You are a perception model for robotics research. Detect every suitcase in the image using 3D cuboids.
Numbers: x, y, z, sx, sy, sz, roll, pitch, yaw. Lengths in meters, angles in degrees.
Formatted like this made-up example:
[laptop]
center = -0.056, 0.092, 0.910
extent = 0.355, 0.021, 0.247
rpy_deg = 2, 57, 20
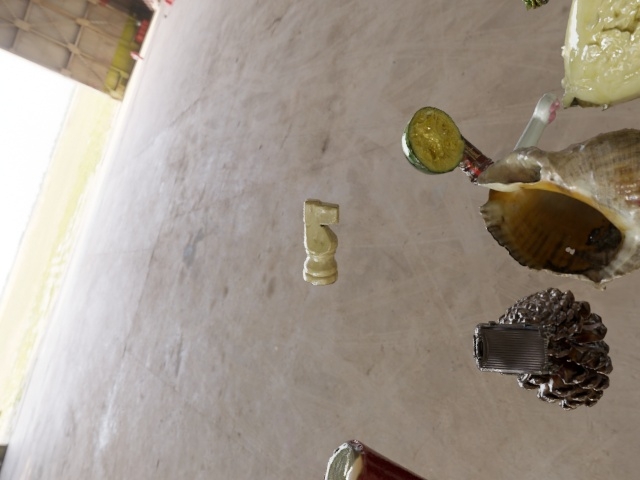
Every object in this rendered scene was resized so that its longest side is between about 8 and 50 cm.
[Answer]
[suitcase]
center = 0.320, 0.179, 0.772
extent = 0.126, 0.059, 0.086
rpy_deg = -1, 83, 18

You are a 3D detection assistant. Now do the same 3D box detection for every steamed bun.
[steamed bun]
center = 0.389, -0.282, 0.514
extent = 0.166, 0.232, 0.273
rpy_deg = 22, 131, 31

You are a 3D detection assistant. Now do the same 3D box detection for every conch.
[conch]
center = 0.305, -0.042, 0.551
extent = 0.245, 0.163, 0.179
rpy_deg = 13, 72, 32

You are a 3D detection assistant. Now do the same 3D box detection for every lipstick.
[lipstick]
center = 0.115, 0.316, 0.542
extent = 0.080, 0.241, 0.080
rpy_deg = -49, 19, 22

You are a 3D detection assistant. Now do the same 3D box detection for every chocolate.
[chocolate]
center = 0.379, -0.228, 1.231
extent = 0.086, 0.182, 0.028
rpy_deg = -45, -2, 33

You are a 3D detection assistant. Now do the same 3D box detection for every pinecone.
[pinecone]
center = 0.536, 0.253, 1.050
extent = 0.246, 0.292, 0.246
rpy_deg = -35, 23, 17

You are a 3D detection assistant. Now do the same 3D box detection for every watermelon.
[watermelon]
center = 0.164, -0.148, 0.710
extent = 0.062, 0.105, 0.106
rpy_deg = -17, 59, 64

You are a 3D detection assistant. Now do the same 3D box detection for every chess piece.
[chess piece]
center = 0.000, 0.000, 1.104
extent = 0.090, 0.089, 0.201
rpy_deg = -138, 43, -57

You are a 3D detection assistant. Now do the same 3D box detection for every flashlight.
[flashlight]
center = 0.512, -0.254, 1.111
extent = 0.047, 0.093, 0.201
rpy_deg = 29, 95, 28

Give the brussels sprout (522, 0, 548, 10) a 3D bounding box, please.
[brussels sprout]
center = 0.375, -0.445, 0.820
extent = 0.058, 0.085, 0.085
rpy_deg = -23, 55, 49
